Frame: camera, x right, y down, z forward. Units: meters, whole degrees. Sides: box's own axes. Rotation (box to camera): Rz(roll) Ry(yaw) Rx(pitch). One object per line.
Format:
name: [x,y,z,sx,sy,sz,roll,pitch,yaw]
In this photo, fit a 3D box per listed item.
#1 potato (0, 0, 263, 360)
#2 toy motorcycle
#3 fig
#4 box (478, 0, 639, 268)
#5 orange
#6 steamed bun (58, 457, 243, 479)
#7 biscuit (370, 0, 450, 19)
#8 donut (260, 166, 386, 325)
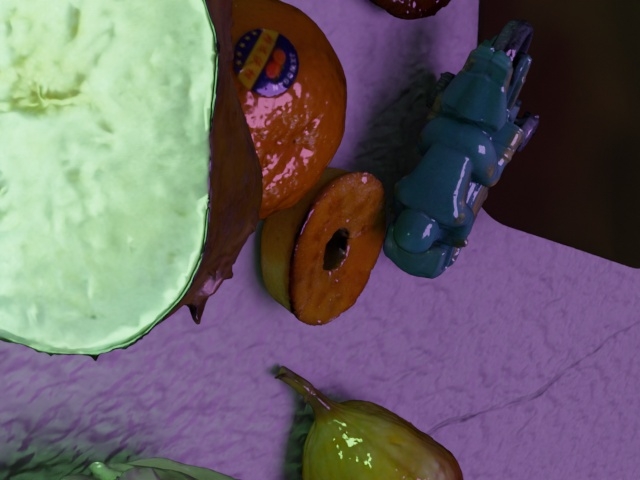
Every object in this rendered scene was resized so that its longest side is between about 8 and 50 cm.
potato: [-0.161,-0.087,1.019,0.196,0.246,0.300,-68,159,-81]
toy motorcycle: [0.122,-0.071,1.454,0.198,0.109,0.297,-47,161,-57]
fig: [0.029,0.210,1.509,0.159,0.159,0.257,-52,123,-22]
box: [0.324,-0.185,1.586,0.229,0.239,0.339,-32,132,-44]
orange: [-0.064,-0.103,1.174,0.177,0.155,0.178,-19,118,-40]
steamed bun: [-0.124,0.347,1.212,0.394,0.237,0.347,68,40,-59]
biscuit: [0.092,-0.291,1.378,0.192,0.049,0.192,-29,127,-47]
donut: [0.000,0.000,1.401,0.152,0.058,0.152,-30,131,-41]
